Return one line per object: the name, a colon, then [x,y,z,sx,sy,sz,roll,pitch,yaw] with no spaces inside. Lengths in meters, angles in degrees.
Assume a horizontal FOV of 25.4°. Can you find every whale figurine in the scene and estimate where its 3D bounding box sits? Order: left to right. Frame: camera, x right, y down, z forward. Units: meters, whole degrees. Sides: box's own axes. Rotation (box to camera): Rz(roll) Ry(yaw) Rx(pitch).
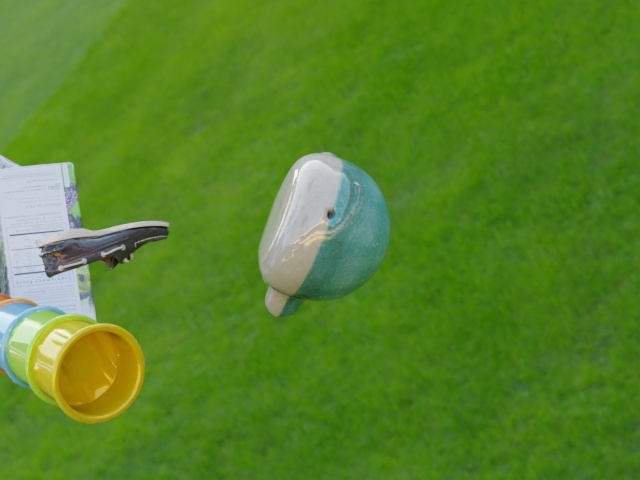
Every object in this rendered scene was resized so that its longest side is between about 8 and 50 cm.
whale figurine: [0.000,0.000,1.740,0.272,0.141,0.216,138,151,-73]

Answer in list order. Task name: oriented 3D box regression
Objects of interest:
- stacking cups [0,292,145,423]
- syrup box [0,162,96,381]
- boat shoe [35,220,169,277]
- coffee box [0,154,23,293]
stacking cups: [-0.286,0.100,1.423,0.096,0.096,0.316,-40,27,-21]
syrup box: [-0.320,0.038,1.637,0.096,0.237,0.093,-6,-19,-18]
boat shoe: [-0.185,0.007,1.231,0.125,0.038,0.046,-9,-5,-39]
coffee box: [-0.482,0.043,1.904,0.168,0.118,0.297,-55,9,45]
